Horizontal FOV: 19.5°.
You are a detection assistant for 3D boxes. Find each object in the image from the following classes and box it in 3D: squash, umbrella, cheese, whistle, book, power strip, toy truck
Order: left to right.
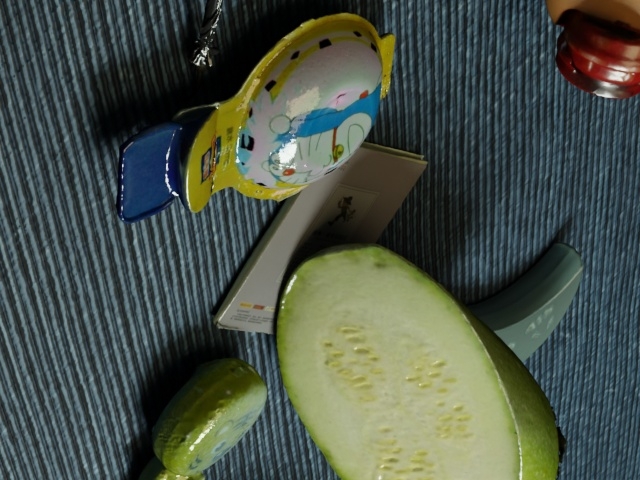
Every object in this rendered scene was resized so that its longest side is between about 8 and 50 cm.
[{"bbox_3d":[-0.114,0.172,1.495,0.198,0.057,0.104,-55,162,27],"label":"whistle"},{"bbox_3d":[-0.072,-0.139,1.218,0.022,0.022,0.149,-37,163,-34],"label":"umbrella"},{"bbox_3d":[-0.039,-0.079,1.296,0.250,0.064,0.156,-26,140,-31],"label":"cheese"},{"bbox_3d":[0.000,0.000,1.467,0.127,0.014,0.182,10,118,-52],"label":"book"},{"bbox_3d":[0.068,0.134,1.491,0.189,0.189,0.260,-48,144,2],"label":"squash"},{"bbox_3d":[0.140,0.077,1.673,0.216,0.044,0.137,-16,137,-38],"label":"power strip"},{"bbox_3d":[0.302,-0.224,1.442,0.264,0.239,0.189,13,123,-6],"label":"toy truck"}]
